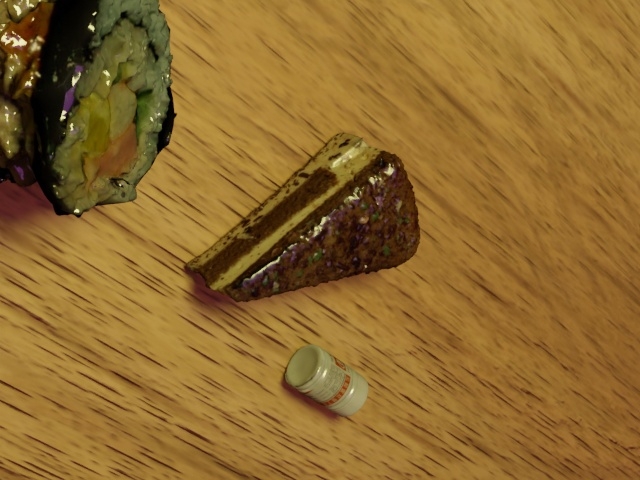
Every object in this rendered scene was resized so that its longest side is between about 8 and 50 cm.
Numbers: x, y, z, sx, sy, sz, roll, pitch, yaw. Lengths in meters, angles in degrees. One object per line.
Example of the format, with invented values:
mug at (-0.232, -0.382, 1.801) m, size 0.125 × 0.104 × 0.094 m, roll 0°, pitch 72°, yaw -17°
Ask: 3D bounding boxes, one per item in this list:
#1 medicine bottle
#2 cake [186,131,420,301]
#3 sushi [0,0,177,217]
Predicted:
medicine bottle at (0.008, 0.163, 1.478) m, size 0.089 × 0.057 × 0.057 m, roll 37°, pitch 83°, yaw -37°
cake at (-0.006, 0.010, 1.384) m, size 0.246 × 0.112 × 0.135 m, roll -42°, pitch 127°, yaw -16°
sushi at (-0.257, -0.143, 1.123) m, size 0.225 × 0.219 × 0.238 m, roll 74°, pitch 26°, yaw -65°
